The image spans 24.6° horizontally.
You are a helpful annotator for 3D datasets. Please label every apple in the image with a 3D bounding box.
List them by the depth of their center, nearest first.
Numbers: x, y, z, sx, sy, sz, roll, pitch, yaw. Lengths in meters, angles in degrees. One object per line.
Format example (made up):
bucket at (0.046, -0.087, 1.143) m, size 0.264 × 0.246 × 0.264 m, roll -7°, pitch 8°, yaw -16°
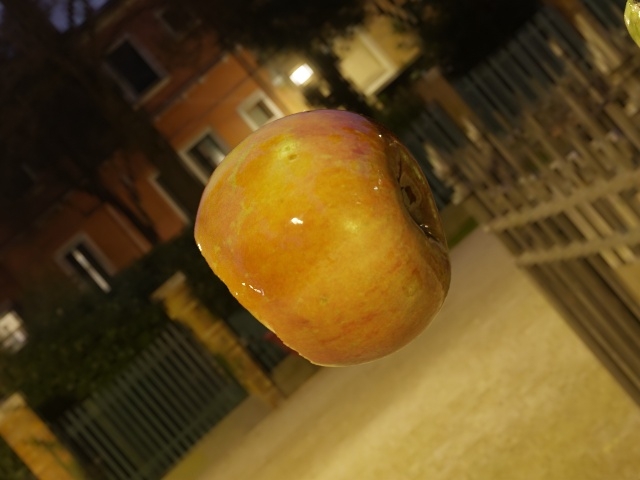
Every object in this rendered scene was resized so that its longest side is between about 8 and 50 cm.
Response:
apple at (0.000, 0.000, 1.331) m, size 0.207 × 0.237 × 0.237 m, roll -25°, pitch 6°, yaw 20°

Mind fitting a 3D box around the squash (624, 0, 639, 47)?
squash at (0.426, -0.217, 1.708) m, size 0.069 × 0.239 × 0.069 m, roll -24°, pitch 52°, yaw 34°
